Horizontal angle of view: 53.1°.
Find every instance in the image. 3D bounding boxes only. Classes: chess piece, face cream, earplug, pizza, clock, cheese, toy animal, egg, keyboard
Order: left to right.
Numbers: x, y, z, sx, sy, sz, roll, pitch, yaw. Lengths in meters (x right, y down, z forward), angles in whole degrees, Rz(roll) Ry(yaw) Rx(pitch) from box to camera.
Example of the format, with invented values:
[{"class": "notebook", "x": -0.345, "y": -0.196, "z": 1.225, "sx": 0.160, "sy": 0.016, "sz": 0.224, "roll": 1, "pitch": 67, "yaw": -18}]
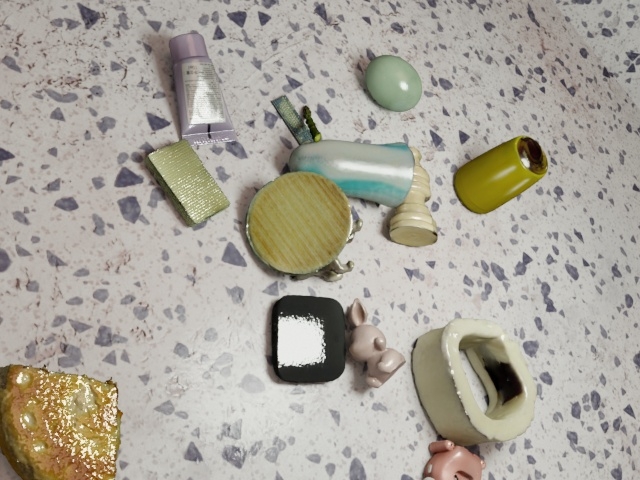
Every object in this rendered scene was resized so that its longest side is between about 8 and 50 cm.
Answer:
[{"class": "pizza", "x": -0.463, "y": 0.348, "z": 1.184, "sx": 0.336, "sy": 0.086, "sz": 0.226, "roll": 53, "pitch": 47, "yaw": -4}, {"class": "face cream", "x": -0.306, "y": -0.376, "z": 1.616, "sx": 0.154, "sy": 0.096, "sz": 0.274, "roll": -13, "pitch": 90, "yaw": -39}, {"class": "keyboard", "x": -0.069, "y": -0.323, "z": 1.783, "sx": 0.055, "sy": 0.014, "sz": 0.176, "roll": -32, "pitch": 88, "yaw": -35}, {"class": "toy animal", "x": 0.014, "y": -0.008, "z": 1.636, "sx": 0.168, "sy": 0.121, "sz": 0.233, "roll": 5, "pitch": 76, "yaw": -13}, {"class": "earplug", "x": 0.069, "y": -0.200, "z": 1.727, "sx": 0.323, "sy": 0.185, "sz": 0.185, "roll": 7, "pitch": 66, "yaw": -24}, {"class": "toy animal", "x": 0.110, "y": 0.255, "z": 1.591, "sx": 0.124, "sy": 0.124, "sz": 0.212, "roll": -21, "pitch": 61, "yaw": -37}, {"class": "egg", "x": 0.223, "y": -0.479, "z": 1.953, "sx": 0.192, "sy": 0.149, "sz": 0.149, "roll": 39, "pitch": 54, "yaw": -10}, {"class": "chess piece", "x": 0.262, "y": -0.143, "z": 1.862, "sx": 0.138, "sy": 0.124, "sz": 0.307, "roll": 0, "pitch": 62, "yaw": 1}, {"class": "clock", "x": 0.329, "y": 0.597, "z": 1.581, "sx": 0.166, "sy": 0.092, "sz": 0.162, "roll": 33, "pitch": 58, "yaw": -17}, {"class": "cheese", "x": 0.406, "y": 0.365, "z": 1.695, "sx": 0.292, "sy": 0.153, "sz": 0.332, "roll": -17, "pitch": 81, "yaw": -37}]

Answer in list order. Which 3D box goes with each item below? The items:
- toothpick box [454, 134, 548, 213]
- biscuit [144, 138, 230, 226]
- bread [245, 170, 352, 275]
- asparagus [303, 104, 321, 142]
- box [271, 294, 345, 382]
[{"class": "toothpick box", "x": 0.561, "y": -0.206, "z": 1.971, "sx": 0.175, "sy": 0.271, "sz": 0.175, "roll": 13, "pitch": 63, "yaw": -28}, {"class": "biscuit", "x": -0.316, "y": -0.137, "z": 1.524, "sx": 0.121, "sy": 0.040, "sz": 0.199, "roll": -35, "pitch": 91, "yaw": -40}, {"class": "bread", "x": -0.053, "y": -0.043, "z": 1.569, "sx": 0.266, "sy": 0.040, "sz": 0.267, "roll": -1, "pitch": 82, "yaw": 4}, {"class": "asparagus", "x": -0.024, "y": -0.313, "z": 1.738, "sx": 0.027, "sy": 0.034, "sz": 0.236, "roll": -7, "pitch": 32, "yaw": -7}, {"class": "box", "x": -0.026, "y": 0.236, "z": 1.542, "sx": 0.201, "sy": 0.042, "sz": 0.213, "roll": 9, "pitch": 66, "yaw": -30}]
